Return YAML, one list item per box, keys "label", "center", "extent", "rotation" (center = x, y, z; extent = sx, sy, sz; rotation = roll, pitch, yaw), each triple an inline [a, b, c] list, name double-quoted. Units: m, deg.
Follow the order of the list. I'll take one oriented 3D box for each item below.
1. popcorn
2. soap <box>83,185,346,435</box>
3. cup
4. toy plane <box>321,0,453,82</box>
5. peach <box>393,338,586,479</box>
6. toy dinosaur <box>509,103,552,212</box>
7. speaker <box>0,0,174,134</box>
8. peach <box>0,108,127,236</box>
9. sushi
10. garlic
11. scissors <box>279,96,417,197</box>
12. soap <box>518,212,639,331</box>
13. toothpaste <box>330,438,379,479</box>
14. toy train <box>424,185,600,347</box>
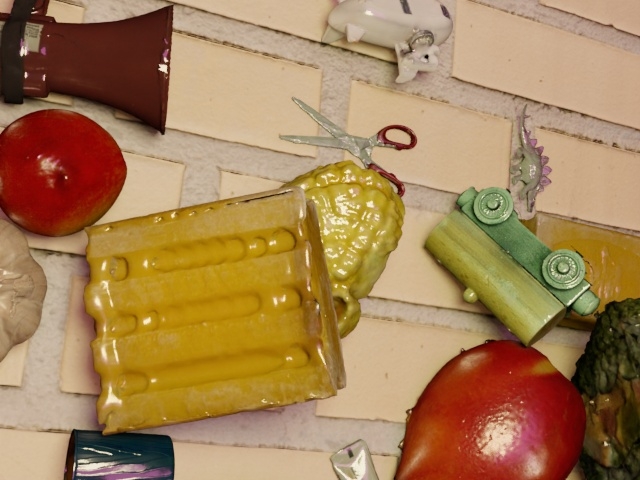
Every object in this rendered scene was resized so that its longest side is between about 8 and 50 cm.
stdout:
- label: "popcorn"
  center: [0.000, 0.000, 1.215]
  extent: [0.225, 0.174, 0.286]
  rotation: [27, 81, 1]
- label: "soap"
  center: [-0.150, 0.098, 1.066]
  extent: [0.335, 0.156, 0.293]
  rotation: [-12, 80, 9]
- label: "cup"
  center: [-0.284, 0.343, 1.063]
  extent: [0.138, 0.113, 0.150]
  rotation: [8, 83, -22]
- label: "toy plane"
  center: [0.125, -0.389, 1.366]
  extent: [0.245, 0.117, 0.244]
  rotation: [11, 57, -18]
- label: "peach"
  center: [0.287, 0.319, 1.244]
  extent: [0.362, 0.201, 0.257]
  rotation: [-31, 93, -23]
- label: "toy dinosaur"
  center: [0.405, -0.158, 1.467]
  extent: [0.082, 0.039, 0.209]
  rotation: [-8, 94, -26]
- label: "speaker"
  center: [-0.371, -0.314, 1.117]
  extent: [0.329, 0.198, 0.259]
  rotation: [11, 94, -12]
- label: "peach"
  center: [-0.368, -0.095, 1.062]
  extent: [0.197, 0.197, 0.197]
  rotation: [4, 79, -21]
- label: "sushi"
  center: [0.547, 0.274, 1.223]
  extent: [0.178, 0.352, 0.294]
  rotation: [-2, 44, -9]
- label: "garlic"
  center: [-0.479, 0.068, 1.016]
  extent: [0.228, 0.152, 0.228]
  rotation: [2, 81, -16]
- label: "scissors"
  center: [0.051, -0.173, 1.345]
  extent: [0.248, 0.017, 0.144]
  rotation: [20, 73, -16]
- label: "soap"
  center: [0.509, 0.069, 1.442]
  extent: [0.315, 0.091, 0.199]
  rotation: [13, 74, -20]
- label: "toothpaste"
  center: [0.094, 0.452, 1.232]
  extent: [0.067, 0.037, 0.255]
  rotation: [-23, 86, -18]
- label: "toy train"
  center: [0.327, 0.044, 1.309]
  extent: [0.189, 0.126, 0.307]
  rotation: [-48, 65, 9]
